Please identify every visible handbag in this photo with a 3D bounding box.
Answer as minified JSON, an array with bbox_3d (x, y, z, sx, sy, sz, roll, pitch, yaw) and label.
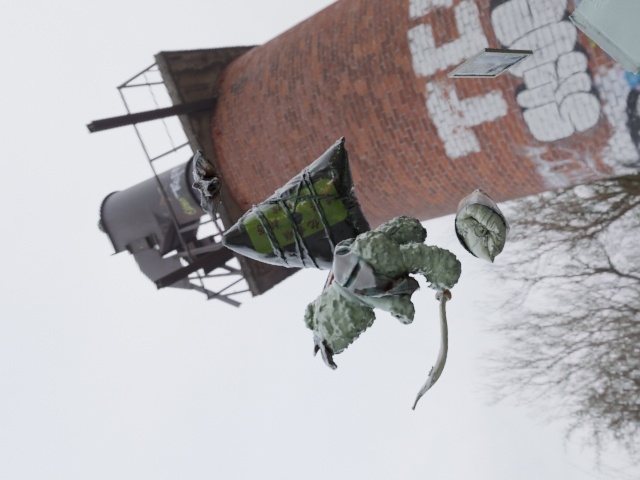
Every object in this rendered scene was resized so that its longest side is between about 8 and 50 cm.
[{"bbox_3d":[0.320,-0.032,1.139,0.117,0.095,0.173,49,-155,0],"label":"handbag"}]

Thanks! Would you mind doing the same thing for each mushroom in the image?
[{"bbox_3d":[0.275,0.264,1.397,0.043,0.068,0.306,13,-95,-8],"label":"mushroom"}]

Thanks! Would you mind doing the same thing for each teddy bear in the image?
[{"bbox_3d":[0.056,0.051,0.686,0.213,0.133,0.111,-41,-48,-5],"label":"teddy bear"}]

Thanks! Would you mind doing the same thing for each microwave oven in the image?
[{"bbox_3d":[0.585,-0.397,0.909,0.295,0.237,0.181,-9,-127,-28],"label":"microwave oven"}]

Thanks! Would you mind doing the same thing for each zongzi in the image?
[{"bbox_3d":[0.000,0.000,1.451,0.362,0.383,0.319,58,-166,8],"label":"zongzi"}]

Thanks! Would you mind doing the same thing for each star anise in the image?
[{"bbox_3d":[-0.212,-0.098,1.106,0.056,0.124,0.129,-14,-94,-12],"label":"star anise"}]

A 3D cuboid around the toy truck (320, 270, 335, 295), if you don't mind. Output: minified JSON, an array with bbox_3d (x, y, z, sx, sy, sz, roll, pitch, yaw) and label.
[{"bbox_3d":[0.087,0.095,1.859,0.114,0.107,0.252,24,-120,-5],"label":"toy truck"}]

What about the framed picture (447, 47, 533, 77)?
[{"bbox_3d":[0.354,-0.369,1.216,0.149,0.109,0.011,-10,-98,-32],"label":"framed picture"}]
